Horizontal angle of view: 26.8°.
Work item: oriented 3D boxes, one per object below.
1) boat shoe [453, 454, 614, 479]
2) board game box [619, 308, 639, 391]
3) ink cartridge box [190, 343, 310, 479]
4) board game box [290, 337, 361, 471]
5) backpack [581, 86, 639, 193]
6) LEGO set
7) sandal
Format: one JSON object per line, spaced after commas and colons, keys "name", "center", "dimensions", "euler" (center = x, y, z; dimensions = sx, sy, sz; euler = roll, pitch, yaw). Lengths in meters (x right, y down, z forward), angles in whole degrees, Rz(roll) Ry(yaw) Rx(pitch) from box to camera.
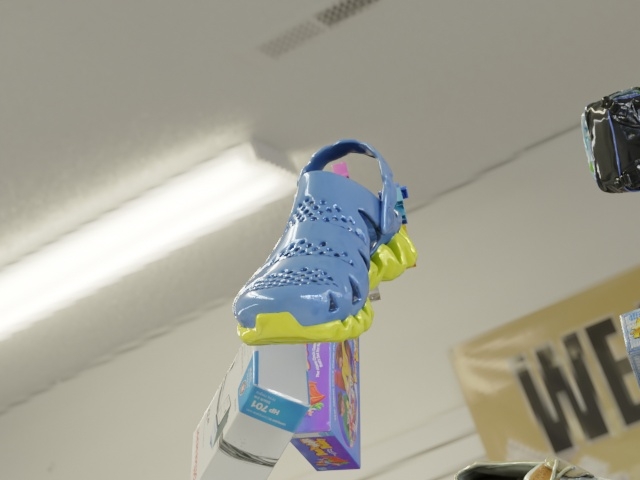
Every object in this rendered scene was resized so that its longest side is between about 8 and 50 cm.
{"name": "boat shoe", "center": [0.266, 0.307, 1.533], "dimensions": [0.302, 0.103, 0.113], "euler": [-15, 23, 50]}
{"name": "board game box", "center": [0.351, 0.163, 1.337], "dimensions": [0.060, 0.194, 0.194], "euler": [-19, -3, 15]}
{"name": "ink cartridge box", "center": [-0.089, 0.225, 1.677], "dimensions": [0.082, 0.140, 0.191], "euler": [24, -66, -15]}
{"name": "board game box", "center": [0.005, 0.181, 2.214], "dimensions": [0.078, 0.347, 0.233], "euler": [-5, -25, 12]}
{"name": "backpack", "center": [0.331, -0.108, 1.387], "dimensions": [0.114, 0.105, 0.084], "euler": [-16, 9, -20]}
{"name": "LEGO set", "center": [0.076, -0.030, 1.759], "dimensions": [0.087, 0.093, 0.227], "euler": [-13, -41, 2]}
{"name": "sandal", "center": [0.000, 0.000, 1.208], "dimensions": [0.126, 0.138, 0.317], "euler": [-2, 18, 15]}
